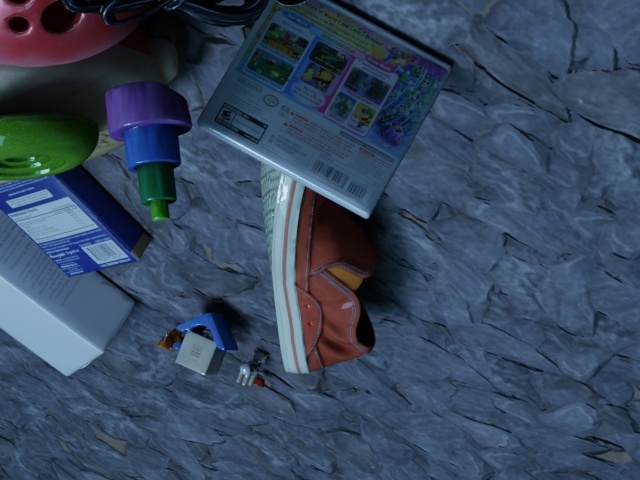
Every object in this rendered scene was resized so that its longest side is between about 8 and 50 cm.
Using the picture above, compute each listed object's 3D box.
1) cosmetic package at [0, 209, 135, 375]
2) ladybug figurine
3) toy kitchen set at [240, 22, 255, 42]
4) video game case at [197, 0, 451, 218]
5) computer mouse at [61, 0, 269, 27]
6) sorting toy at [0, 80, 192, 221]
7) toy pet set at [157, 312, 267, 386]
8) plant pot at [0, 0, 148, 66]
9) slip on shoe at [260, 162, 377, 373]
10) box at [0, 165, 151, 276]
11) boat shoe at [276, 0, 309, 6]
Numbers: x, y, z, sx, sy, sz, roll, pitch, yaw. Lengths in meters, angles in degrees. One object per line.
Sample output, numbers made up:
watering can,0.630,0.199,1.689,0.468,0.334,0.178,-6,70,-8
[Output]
cosmetic package,-0.336,0.044,1.961,0.231,0.085,0.117,38,148,-15
ladybug figurine,-0.346,-0.142,1.520,0.449,0.162,0.305,-8,169,1
toy kitchen set,-0.018,-0.150,1.421,0.075,0.083,0.068,3,120,38
video game case,0.004,-0.115,1.394,0.157,0.143,0.019,29,168,4
computer mouse,-0.065,-0.261,1.250,0.188,0.072,0.272,0,148,-40
sorting toy,-0.258,-0.026,1.421,0.365,0.126,0.127,-13,168,27
toy pet set,-0.120,0.108,1.913,0.122,0.065,0.114,22,-177,19
plant pot,-0.222,-0.258,1.346,0.191,0.191,0.174,23,139,13
slip on shoe,0.000,0.000,1.609,0.101,0.123,0.331,-7,137,-1
box,-0.296,-0.054,1.831,0.136,0.036,0.225,-12,130,48
boat shoe,0.003,-0.222,1.340,0.049,0.042,0.133,40,146,-10
